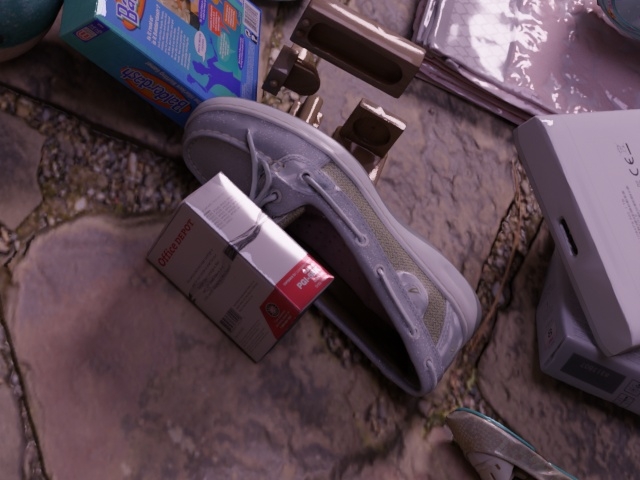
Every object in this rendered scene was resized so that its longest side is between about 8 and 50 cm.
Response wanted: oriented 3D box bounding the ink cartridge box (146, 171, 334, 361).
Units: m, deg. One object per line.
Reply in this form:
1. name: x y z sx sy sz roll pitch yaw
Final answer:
1. ink cartridge box: -0.069 0.023 1.298 0.135 0.099 0.056 44 51 3

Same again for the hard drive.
1. hard drive: 0.355 -0.021 1.518 0.353 0.047 0.233 -8 71 -43

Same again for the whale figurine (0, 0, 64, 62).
1. whale figurine: -0.347 -0.252 1.303 0.272 0.141 0.216 6 58 -24

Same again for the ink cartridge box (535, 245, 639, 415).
1. ink cartridge box: 0.303 0.074 1.507 0.189 0.066 0.232 24 31 -12

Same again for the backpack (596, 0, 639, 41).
1. backpack: 0.385 -0.263 1.621 0.182 0.152 0.115 20 8 0

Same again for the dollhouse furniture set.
1. dollhouse furniture set: 0.012 -0.109 1.393 0.144 0.151 0.123 28 52 -7

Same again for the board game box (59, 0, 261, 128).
1. board game box: -0.139 -0.197 1.380 0.210 0.047 0.160 37 43 -41

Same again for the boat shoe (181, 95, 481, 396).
1. boat shoe: 0.000 0.002 1.341 0.320 0.118 0.103 44 48 -6

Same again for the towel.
1. towel: 0.264 -0.249 1.680 0.317 0.053 0.332 24 53 -13

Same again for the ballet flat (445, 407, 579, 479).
1. ballet flat: 0.177 0.209 1.338 0.168 0.057 0.052 33 60 -5
